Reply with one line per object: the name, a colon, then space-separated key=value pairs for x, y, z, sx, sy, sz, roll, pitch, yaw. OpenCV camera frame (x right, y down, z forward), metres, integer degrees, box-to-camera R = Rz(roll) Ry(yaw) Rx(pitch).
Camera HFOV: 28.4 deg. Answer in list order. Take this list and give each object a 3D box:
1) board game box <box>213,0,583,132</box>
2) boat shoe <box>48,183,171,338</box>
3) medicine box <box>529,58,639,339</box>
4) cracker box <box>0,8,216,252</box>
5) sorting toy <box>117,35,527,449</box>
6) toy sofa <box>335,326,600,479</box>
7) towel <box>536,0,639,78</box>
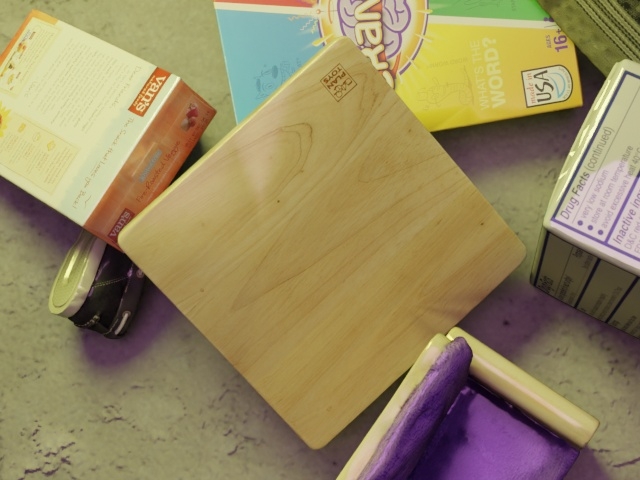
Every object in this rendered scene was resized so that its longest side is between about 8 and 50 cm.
board game box: x=0.064 y=-0.214 z=1.160 sx=0.316 sy=0.064 sz=0.242 roll=-10 pitch=97 yaw=6
boat shoe: x=-0.174 y=-0.021 z=1.196 sx=0.079 sy=0.084 sz=0.233 roll=30 pitch=74 yaw=-26
medicine box: x=0.328 y=0.012 z=1.014 sx=0.289 sy=0.263 sz=0.149 roll=27 pitch=83 yaw=11
cracker box: x=-0.225 y=-0.106 z=1.168 sx=0.232 sy=0.067 sz=0.156 roll=29 pitch=83 yaw=38
sorting toy: x=0.000 y=0.000 z=1.109 sx=0.257 sy=0.089 sz=0.255 roll=-42 pitch=104 yaw=-2
toy sofa: x=0.070 y=0.260 z=1.044 sx=0.150 sy=0.177 sz=0.363 roll=34 pitch=84 yaw=13
towel: x=0.343 y=-0.172 z=0.994 sx=0.324 sy=0.312 sz=0.056 roll=43 pitch=66 yaw=-10
